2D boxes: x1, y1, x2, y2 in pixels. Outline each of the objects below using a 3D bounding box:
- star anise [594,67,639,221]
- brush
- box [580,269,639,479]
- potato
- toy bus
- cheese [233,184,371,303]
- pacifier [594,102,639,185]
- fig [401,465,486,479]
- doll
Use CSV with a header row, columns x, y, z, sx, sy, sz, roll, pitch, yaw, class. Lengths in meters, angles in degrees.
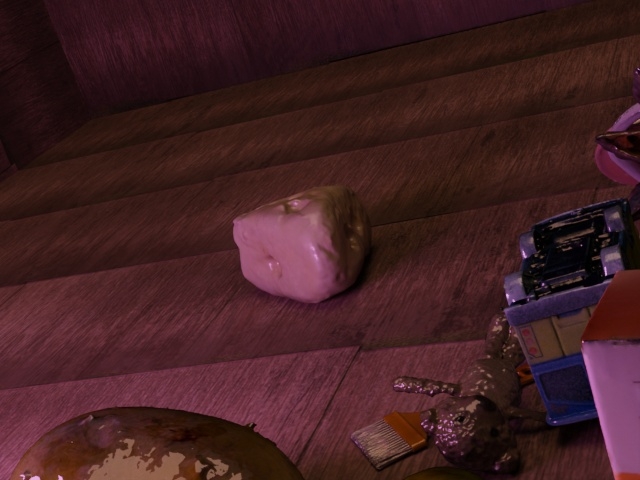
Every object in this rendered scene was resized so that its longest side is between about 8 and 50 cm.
x,y,z,sx,sy,sz,roll,pitch,yaw,class
0.553,-0.123,1.641,0.332,0.331,0.117,-18,5,3,star anise
0.176,0.221,1.487,0.272,0.013,0.103,-23,21,-12,brush
0.401,0.202,0.791,0.345,0.385,0.122,-6,23,32,box
-0.177,0.306,1.295,0.359,0.219,0.269,-6,32,14,potato
0.340,0.078,1.422,0.152,0.190,0.312,-19,14,22,toy bus
0.000,-0.002,2.003,0.251,0.173,0.248,-20,18,-19,cheese
0.602,-0.191,1.827,0.332,0.220,0.273,-28,16,40,pacifier
0.104,0.324,1.036,0.225,0.203,0.203,-36,16,14,fig
0.223,0.188,1.426,0.286,0.091,0.203,-17,47,-43,doll
